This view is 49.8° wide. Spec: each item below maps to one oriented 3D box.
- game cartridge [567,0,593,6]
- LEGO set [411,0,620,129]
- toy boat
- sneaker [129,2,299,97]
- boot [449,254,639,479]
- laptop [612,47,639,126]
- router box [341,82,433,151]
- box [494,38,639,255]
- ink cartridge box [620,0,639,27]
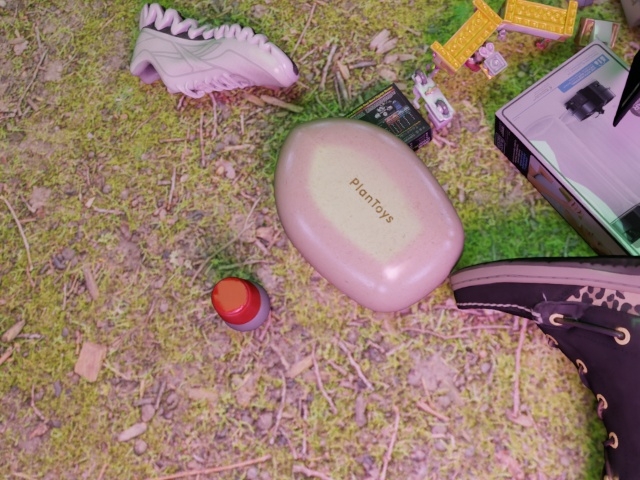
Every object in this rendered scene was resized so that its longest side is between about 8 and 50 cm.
[{"bbox_3d":[0.335,-0.498,0.934,0.062,0.198,0.297,-12,67,9],"label":"game cartridge"},{"bbox_3d":[0.246,-0.261,0.939,0.286,0.107,0.132,-24,89,-5],"label":"LEGO set"},{"bbox_3d":[0.000,0.000,0.860,0.318,0.148,0.268,-36,79,-4],"label":"toy boat"},{"bbox_3d":[-0.161,-0.259,1.019,0.292,0.110,0.118,20,83,27],"label":"sneaker"},{"bbox_3d":[0.302,0.158,0.715,0.377,0.138,0.284,0,91,41],"label":"boot"},{"bbox_3d":[0.457,-0.242,0.730,0.264,0.234,0.137,1,54,-17],"label":"laptop"},{"bbox_3d":[0.079,-0.146,0.949,0.122,0.038,0.092,-33,67,-1],"label":"router box"},{"bbox_3d":[0.367,-0.086,0.835,0.169,0.087,0.290,-35,67,-1],"label":"box"},{"bbox_3d":[0.451,-0.331,0.862,0.115,0.198,0.067,-16,88,7],"label":"ink cartridge box"}]
